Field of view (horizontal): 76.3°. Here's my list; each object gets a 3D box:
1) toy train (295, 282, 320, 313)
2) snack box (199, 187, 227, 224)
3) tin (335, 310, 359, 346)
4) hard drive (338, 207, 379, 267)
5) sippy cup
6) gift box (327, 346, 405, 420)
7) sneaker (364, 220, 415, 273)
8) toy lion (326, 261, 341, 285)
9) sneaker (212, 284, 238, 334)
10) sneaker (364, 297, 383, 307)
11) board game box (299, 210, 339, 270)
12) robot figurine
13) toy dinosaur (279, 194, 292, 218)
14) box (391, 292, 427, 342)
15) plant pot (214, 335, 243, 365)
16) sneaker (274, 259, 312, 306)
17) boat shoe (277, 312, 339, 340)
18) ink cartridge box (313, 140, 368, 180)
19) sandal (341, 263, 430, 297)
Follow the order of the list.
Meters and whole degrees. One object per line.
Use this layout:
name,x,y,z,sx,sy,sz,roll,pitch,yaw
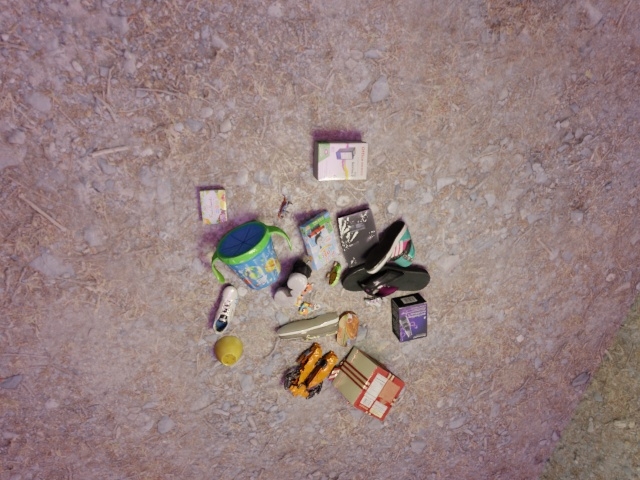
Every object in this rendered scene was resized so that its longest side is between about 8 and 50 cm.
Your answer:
toy train,-0.066,0.282,1.918,0.125,0.046,0.166,-25,114,-3
snack box,-0.438,-0.140,1.675,0.100,0.037,0.141,-4,111,-10
tin,0.132,0.441,2.031,0.106,0.040,0.190,1,110,-18
hard drive,0.174,-0.014,1.858,0.171,0.054,0.255,-17,114,-6
sippy cup,-0.280,0.076,1.707,0.305,0.240,0.224,-4,131,30
gift box,0.211,0.715,2.029,0.255,0.258,0.276,42,82,-25
sneaker,0.330,0.074,1.863,0.296,0.123,0.178,-50,119,-20
toy lion,0.066,0.158,1.875,0.034,0.096,0.100,26,102,-21
sneaker,-0.423,0.315,1.827,0.085,0.086,0.238,14,105,-16
sneaker,0.267,0.285,2.005,0.098,0.038,0.069,18,104,-29
board game box,0.000,0.000,1.788,0.160,0.039,0.212,-36,121,-38
robot figurine,-0.051,0.664,2.046,0.211,0.085,0.291,34,99,-22
toy dinosaur,-0.156,-0.135,1.755,0.082,0.047,0.090,-39,81,13
box,0.446,0.387,2.045,0.153,0.108,0.207,-11,112,-9
plant pot,-0.427,0.529,1.900,0.134,0.095,0.134,-4,112,-11
sneaker,-0.114,0.190,1.843,0.101,0.153,0.269,33,136,-6
boat shoe,-0.053,0.431,1.944,0.304,0.109,0.091,-12,108,-13
ink cartridge box,0.083,-0.334,1.695,0.212,0.093,0.155,-3,110,-14
sandal,0.323,0.197,1.923,0.444,0.107,0.168,0,129,-14
